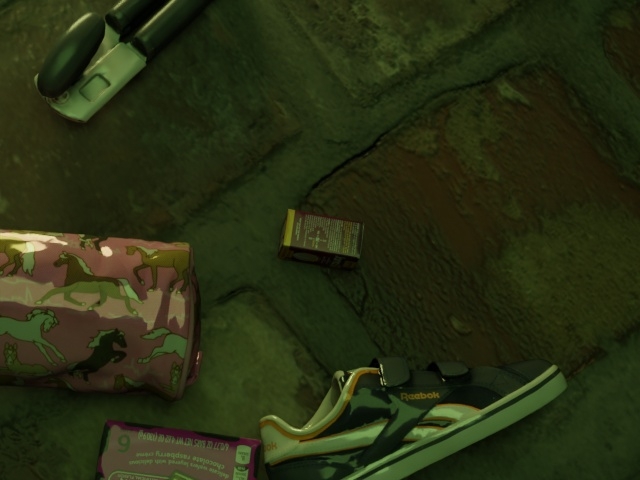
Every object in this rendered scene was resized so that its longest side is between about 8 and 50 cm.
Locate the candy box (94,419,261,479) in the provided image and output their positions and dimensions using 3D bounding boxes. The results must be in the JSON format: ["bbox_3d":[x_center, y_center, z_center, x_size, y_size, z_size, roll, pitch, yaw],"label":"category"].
[{"bbox_3d":[-0.151,0.303,1.438,0.159,0.071,0.233,8,72,-6],"label":"candy box"}]

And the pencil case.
[{"bbox_3d":[-0.304,0.074,1.440,0.386,0.167,0.160,2,72,-8],"label":"pencil case"}]

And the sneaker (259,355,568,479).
[{"bbox_3d":[0.091,0.168,1.489,0.321,0.126,0.127,-24,83,-13],"label":"sneaker"}]

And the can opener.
[{"bbox_3d":[-0.195,-0.243,1.597,0.076,0.095,0.283,41,71,5],"label":"can opener"}]

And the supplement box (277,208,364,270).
[{"bbox_3d":[0.000,0.000,1.568,0.083,0.055,0.043,9,72,-5],"label":"supplement box"}]
